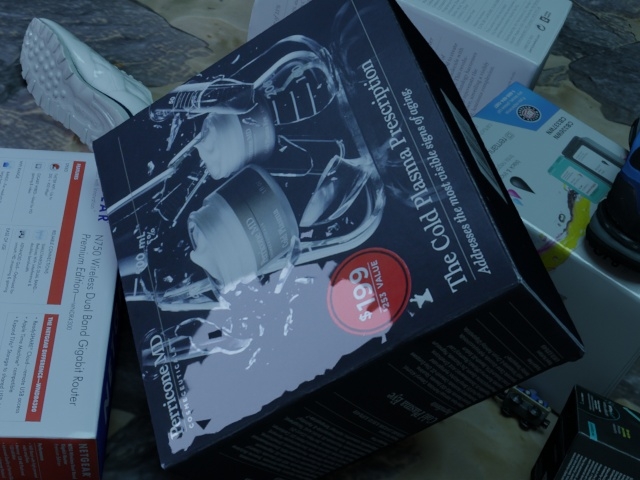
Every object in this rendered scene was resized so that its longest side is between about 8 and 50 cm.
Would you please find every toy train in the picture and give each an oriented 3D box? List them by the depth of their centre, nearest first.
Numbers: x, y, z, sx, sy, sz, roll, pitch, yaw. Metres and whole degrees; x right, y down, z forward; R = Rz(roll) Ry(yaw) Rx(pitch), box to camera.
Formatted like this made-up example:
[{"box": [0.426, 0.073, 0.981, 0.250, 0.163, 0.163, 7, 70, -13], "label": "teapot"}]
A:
[{"box": [0.171, 0.140, 1.015, 0.158, 0.027, 0.036, 35, 37, 18], "label": "toy train"}]

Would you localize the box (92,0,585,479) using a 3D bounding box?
[{"box": [0.000, 0.000, 0.856, 0.312, 0.179, 0.343, -31, 56, 16], "label": "box"}]

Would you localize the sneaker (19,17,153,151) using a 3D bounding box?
[{"box": [-0.265, -0.178, 1.157, 0.095, 0.090, 0.235, -19, 58, -46], "label": "sneaker"}]

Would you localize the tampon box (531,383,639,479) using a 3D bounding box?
[{"box": [0.285, 0.225, 0.887, 0.161, 0.101, 0.120, 24, 16, 7], "label": "tampon box"}]

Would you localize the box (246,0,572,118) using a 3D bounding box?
[{"box": [0.099, -0.244, 1.226, 0.345, 0.215, 0.168, 27, 45, 8], "label": "box"}]

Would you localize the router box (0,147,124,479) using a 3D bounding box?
[{"box": [-0.332, 0.054, 0.882, 0.301, 0.082, 0.335, 3, 46, -6], "label": "router box"}]

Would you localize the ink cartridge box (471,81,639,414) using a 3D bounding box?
[{"box": [0.239, 0.010, 1.037, 0.270, 0.197, 0.198, 35, 47, 16], "label": "ink cartridge box"}]

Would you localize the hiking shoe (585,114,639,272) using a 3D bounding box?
[{"box": [0.357, -0.091, 0.937, 0.113, 0.132, 0.304, 29, 45, 9], "label": "hiking shoe"}]
